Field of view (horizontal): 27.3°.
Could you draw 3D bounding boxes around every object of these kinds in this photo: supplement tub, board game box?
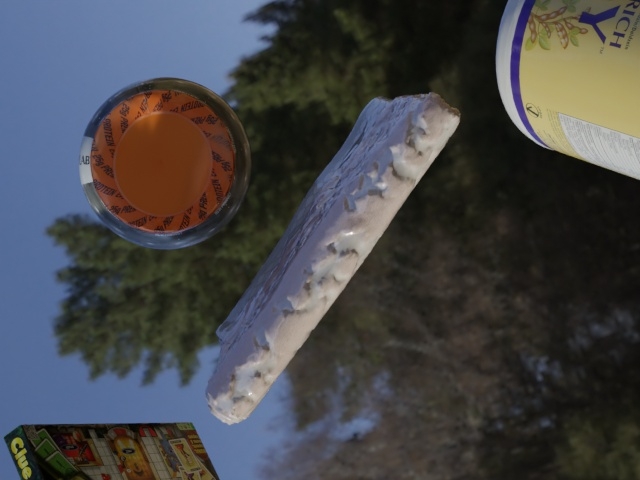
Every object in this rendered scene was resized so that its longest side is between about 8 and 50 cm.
[{"bbox_3d":[-0.188,-0.094,1.648,0.338,0.207,0.207,-149,36,-87],"label":"supplement tub"},{"bbox_3d":[-0.175,0.233,1.229,0.260,0.030,0.136,12,-133,-60],"label":"board game box"},{"bbox_3d":[0.365,-0.170,1.310,0.331,0.241,0.241,26,160,48],"label":"supplement tub"}]

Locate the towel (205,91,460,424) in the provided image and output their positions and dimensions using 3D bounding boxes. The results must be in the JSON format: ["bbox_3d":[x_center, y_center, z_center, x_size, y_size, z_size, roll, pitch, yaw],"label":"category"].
[{"bbox_3d":[0.000,0.000,1.258,0.053,0.332,0.317,34,-176,-7],"label":"towel"}]
